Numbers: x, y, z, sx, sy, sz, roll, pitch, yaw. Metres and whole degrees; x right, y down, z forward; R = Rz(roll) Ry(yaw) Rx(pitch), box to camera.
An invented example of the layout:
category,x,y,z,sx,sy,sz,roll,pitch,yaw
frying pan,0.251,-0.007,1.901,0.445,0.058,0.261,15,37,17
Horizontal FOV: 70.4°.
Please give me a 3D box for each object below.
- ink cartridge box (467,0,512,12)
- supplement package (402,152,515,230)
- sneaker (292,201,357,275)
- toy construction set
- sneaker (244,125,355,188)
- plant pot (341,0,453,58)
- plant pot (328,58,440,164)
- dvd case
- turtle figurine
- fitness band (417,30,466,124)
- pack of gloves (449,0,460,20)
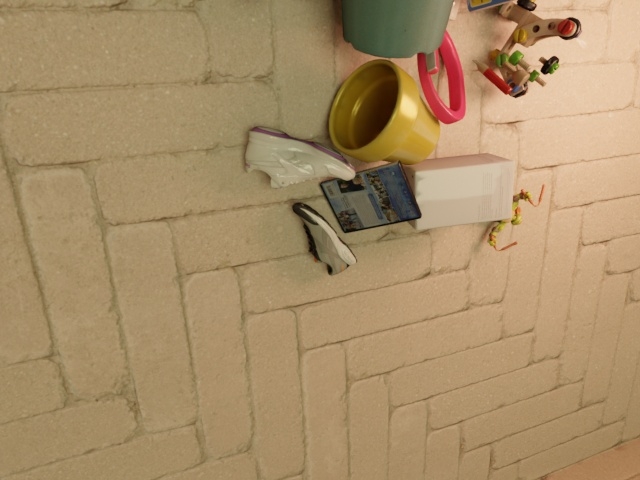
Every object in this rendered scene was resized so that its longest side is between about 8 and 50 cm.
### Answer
category,x,y,z,sx,sy,sz,roll,pitch,yaw
ink cartridge box,0.599,-0.717,1.127,0.270,0.395,0.151,-39,123,-35
supplement package,0.397,-0.153,1.362,0.292,0.175,0.178,-6,110,-5
sneaker,0.000,0.000,1.333,0.108,0.100,0.272,-39,116,0
toy construction set,0.556,-0.568,1.321,0.308,0.257,0.237,-32,72,-26
sneaker,-0.058,-0.202,1.234,0.304,0.114,0.152,16,108,-8
plant pot,0.184,-0.627,1.034,0.340,0.341,0.334,-16,136,-16
plant pot,0.191,-0.319,1.236,0.238,0.254,0.254,16,101,-41
dvd case,0.141,-0.116,1.294,0.180,0.252,0.022,61,36,-26
turtle figurine,0.613,-0.109,1.538,0.217,0.087,0.270,23,113,-16
fitness band,0.335,-0.457,1.247,0.209,0.054,0.291,32,55,-44
pack of gloves,0.363,-0.716,1.198,0.195,0.046,0.232,-16,128,-45
